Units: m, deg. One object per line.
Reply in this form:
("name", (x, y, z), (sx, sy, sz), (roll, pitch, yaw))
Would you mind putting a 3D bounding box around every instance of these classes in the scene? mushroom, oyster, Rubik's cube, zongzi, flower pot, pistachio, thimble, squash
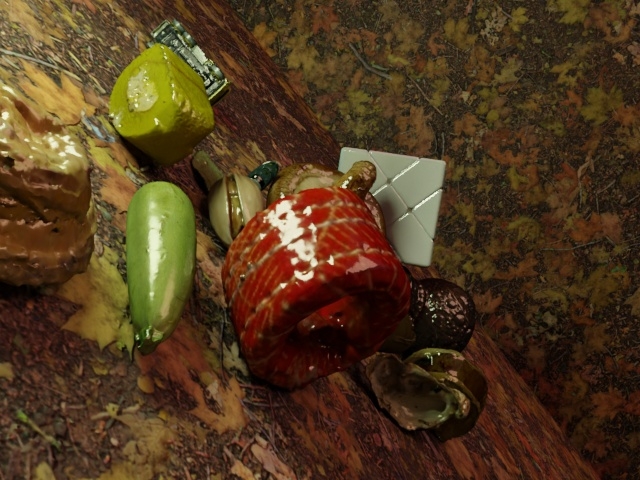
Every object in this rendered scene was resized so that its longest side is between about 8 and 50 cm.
("mushroom", (0.018, -0.050, 1.686), (0.239, 0.345, 0.345), (85, -21, -59))
("oyster", (0.224, 0.365, 1.539), (0.294, 0.166, 0.094), (45, 4, -16))
("Rubik's cube", (0.211, -0.095, 1.948), (0.318, 0.322, 0.316), (9, 2, 9))
("zongzi", (0.092, 0.127, 1.542), (0.273, 0.145, 0.300), (16, 47, -38))
("flower pot", (0.297, 0.214, 1.926), (0.267, 0.266, 0.267), (31, 24, -29))
("pistachio", (-0.185, -0.065, 1.397), (0.223, 0.126, 0.152), (-109, -169, -49))
("thimble", (-0.012, 0.092, 1.165), (0.350, 0.350, 0.231), (31, 24, -52))
("squash", (-0.252, 0.032, 1.001), (0.118, 0.118, 0.371), (40, 21, -37))

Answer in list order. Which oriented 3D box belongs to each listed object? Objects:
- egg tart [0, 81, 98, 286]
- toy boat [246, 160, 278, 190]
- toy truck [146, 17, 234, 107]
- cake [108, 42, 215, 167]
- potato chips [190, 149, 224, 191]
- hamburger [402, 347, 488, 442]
("egg tart", (-0.411, -0.099, 0.796), (0.352, 0.150, 0.352), (46, 13, -14))
("toy boat", (-0.163, -0.155, 1.620), (0.055, 0.141, 0.060), (47, 8, -16))
("toy truck", (-0.380, -0.514, 1.849), (0.272, 0.124, 0.157), (50, 5, 6))
("cake", (-0.338, -0.277, 1.331), (0.156, 0.179, 0.261), (35, 26, -44))
("potato chips", (-0.268, -0.163, 1.560), (0.142, 0.026, 0.209), (29, 25, -47))
("hamburger", (0.332, 0.398, 1.679), (0.309, 0.211, 0.132), (46, 21, -24))
